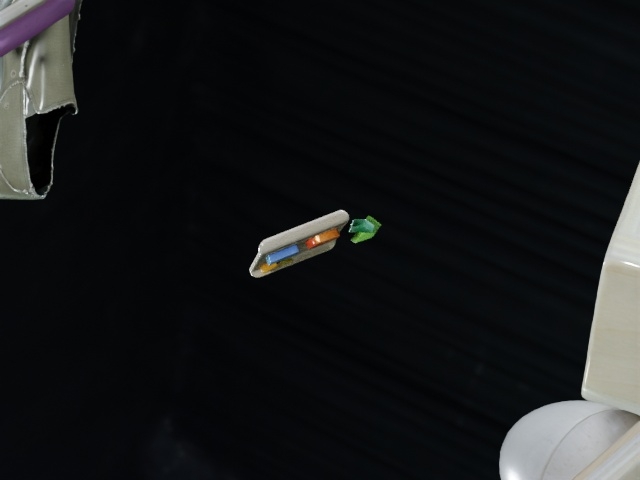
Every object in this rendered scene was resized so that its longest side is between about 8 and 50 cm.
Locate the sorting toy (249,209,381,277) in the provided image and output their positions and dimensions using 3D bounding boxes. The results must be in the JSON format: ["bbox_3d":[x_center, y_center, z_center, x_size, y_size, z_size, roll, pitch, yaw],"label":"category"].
[{"bbox_3d":[0.000,0.000,1.064,0.083,0.012,0.062,-21,-13,-13],"label":"sorting toy"}]

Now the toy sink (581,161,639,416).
[{"bbox_3d":[0.227,-0.031,0.813,0.131,0.152,0.234,86,-154,-55],"label":"toy sink"}]

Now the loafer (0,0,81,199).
[{"bbox_3d":[-0.254,-0.149,1.659,0.094,0.087,0.251,-16,-56,-64],"label":"loafer"}]

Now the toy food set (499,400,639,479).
[{"bbox_3d":[0.045,0.168,0.555,0.306,0.092,0.220,-37,-55,-13],"label":"toy food set"}]

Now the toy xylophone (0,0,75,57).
[{"bbox_3d":[-0.289,-0.177,0.922,0.081,0.322,0.236,-50,7,32],"label":"toy xylophone"}]
